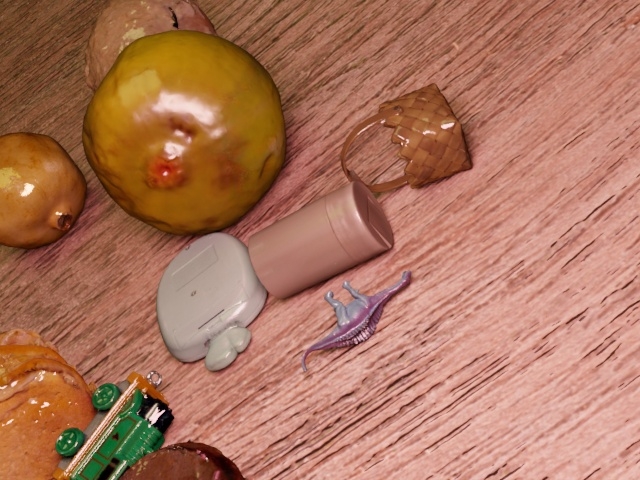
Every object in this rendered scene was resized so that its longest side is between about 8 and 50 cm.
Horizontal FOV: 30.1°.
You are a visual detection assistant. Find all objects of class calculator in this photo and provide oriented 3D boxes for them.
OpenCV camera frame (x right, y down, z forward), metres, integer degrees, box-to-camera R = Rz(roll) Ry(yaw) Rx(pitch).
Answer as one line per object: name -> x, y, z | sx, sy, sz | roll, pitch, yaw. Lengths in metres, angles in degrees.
calculator -> -0.170, 0.088, 1.807 | 0.184, 0.042, 0.295 | -37, 35, 6

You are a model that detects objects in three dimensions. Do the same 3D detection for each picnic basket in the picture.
picnic basket -> 0.114, -0.137, 1.710 | 0.178, 0.128, 0.137 | -26, 36, 5

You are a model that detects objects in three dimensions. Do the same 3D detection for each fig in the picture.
fig -> -0.209, -0.189, 1.910 | 0.343, 0.343, 0.343 | -24, 40, 22

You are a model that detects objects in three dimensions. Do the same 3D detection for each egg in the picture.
egg -> -0.305, -0.327, 2.180 | 0.279, 0.279, 0.310 | -23, 45, 23

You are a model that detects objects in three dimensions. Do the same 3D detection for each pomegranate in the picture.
pomegranate -> -0.545, -0.090, 2.187 | 0.233, 0.233, 0.233 | -24, 40, 22

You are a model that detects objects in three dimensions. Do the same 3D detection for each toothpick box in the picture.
toothpick box -> 0.000, 0.000, 1.690 | 0.181, 0.111, 0.111 | -27, 39, 20

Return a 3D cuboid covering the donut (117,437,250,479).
donut -> -0.187, 0.376, 1.480 | 0.270, 0.103, 0.269 | -24, 42, 23

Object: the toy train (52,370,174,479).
toy train -> -0.282, 0.287, 1.671 | 0.136, 0.091, 0.227 | 25, 69, 40

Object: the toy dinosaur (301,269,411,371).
toy dinosaur -> 0.042, 0.100, 1.604 | 0.197, 0.045, 0.080 | -41, 47, -6

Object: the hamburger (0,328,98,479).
hamburger -> -0.469, 0.264, 1.747 | 0.211, 0.245, 0.260 | 36, 105, 48
